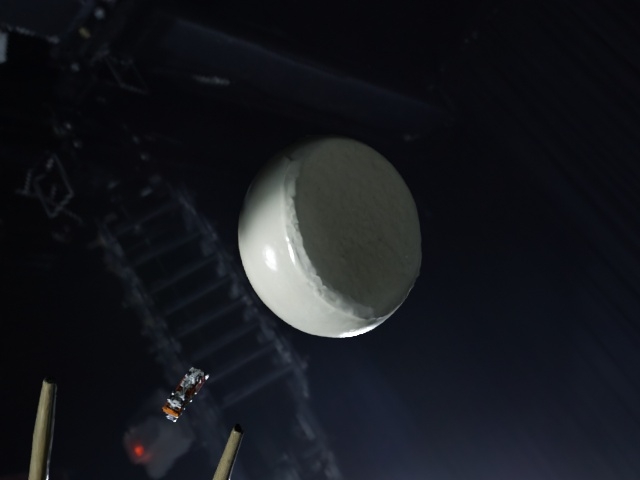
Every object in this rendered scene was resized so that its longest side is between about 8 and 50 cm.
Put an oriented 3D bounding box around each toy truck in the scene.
[{"bbox_3d":[-0.173,0.196,1.333,0.083,0.024,0.032,-56,-22,-38],"label":"toy truck"}]

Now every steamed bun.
[{"bbox_3d":[0.000,0.000,1.443,0.283,0.283,0.177,-6,-12,-43],"label":"steamed bun"}]

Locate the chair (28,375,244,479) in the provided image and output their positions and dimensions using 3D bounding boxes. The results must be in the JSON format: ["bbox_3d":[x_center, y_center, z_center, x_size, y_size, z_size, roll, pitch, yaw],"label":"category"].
[{"bbox_3d":[-0.166,0.269,0.762,0.166,0.188,0.272,16,-63,-9],"label":"chair"}]
